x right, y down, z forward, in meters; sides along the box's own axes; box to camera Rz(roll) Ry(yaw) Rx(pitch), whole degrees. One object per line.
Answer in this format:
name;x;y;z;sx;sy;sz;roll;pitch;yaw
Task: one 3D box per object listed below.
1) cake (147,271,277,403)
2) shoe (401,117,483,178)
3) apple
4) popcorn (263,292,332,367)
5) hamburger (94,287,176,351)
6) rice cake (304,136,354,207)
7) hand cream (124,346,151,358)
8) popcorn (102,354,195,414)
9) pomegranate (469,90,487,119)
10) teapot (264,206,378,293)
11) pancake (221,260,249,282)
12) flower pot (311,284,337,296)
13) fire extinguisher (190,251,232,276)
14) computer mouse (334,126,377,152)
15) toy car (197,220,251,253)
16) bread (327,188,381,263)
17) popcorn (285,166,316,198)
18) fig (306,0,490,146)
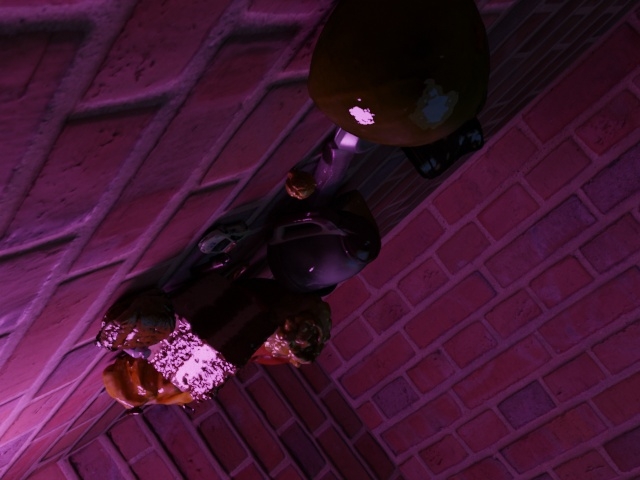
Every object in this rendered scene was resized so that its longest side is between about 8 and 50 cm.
cake;-0.326;0.271;2.078;0.256;0.290;0.282;-46;176;36
shoe;0.419;-0.329;2.364;0.237;0.171;0.384;-35;174;24
apple;-0.194;0.284;2.473;0.348;0.277;0.348;-2;158;-1
popcorn;-0.071;0.278;2.216;0.259;0.212;0.259;-14;-147;9
hamburger;-0.465;0.212;1.840;0.183;0.130;0.206;-47;165;32
rice cake;0.020;-0.179;1.953;0.070;0.064;0.399;-23;166;-18
hand cream;-0.514;0.273;1.943;0.084;0.142;0.053;-27;139;-45
popcorn;-0.519;0.430;2.315;0.297;0.281;0.316;-9;158;10
pomegranate;0.390;-0.420;1.954;0.205;0.159;0.159;-62;175;-12
teapot;0.000;0.000;2.090;0.312;0.233;0.315;-17;143;41
pancake;-0.285;0.110;2.312;0.139;0.022;0.139;-38;171;-7
flower pot;-0.059;0.098;2.610;0.235;0.235;0.148;-30;-172;-39
fire extinguisher;-0.285;0.060;1.924;0.173;0.035;0.049;-20;-166;41
computer mouse;0.121;-0.316;1.598;0.159;0.097;0.288;-27;154;-43
toy car;-0.245;0.000;1.846;0.093;0.058;0.186;-40;171;22
bread;0.077;-0.039;2.345;0.176;0.246;0.195;-21;-163;24
popcorn;-0.054;-0.153;1.817;0.084;0.084;0.084;-37;170;-7
fig;0.116;-0.295;1.192;0.316;0.316;0.316;-37;170;-7
